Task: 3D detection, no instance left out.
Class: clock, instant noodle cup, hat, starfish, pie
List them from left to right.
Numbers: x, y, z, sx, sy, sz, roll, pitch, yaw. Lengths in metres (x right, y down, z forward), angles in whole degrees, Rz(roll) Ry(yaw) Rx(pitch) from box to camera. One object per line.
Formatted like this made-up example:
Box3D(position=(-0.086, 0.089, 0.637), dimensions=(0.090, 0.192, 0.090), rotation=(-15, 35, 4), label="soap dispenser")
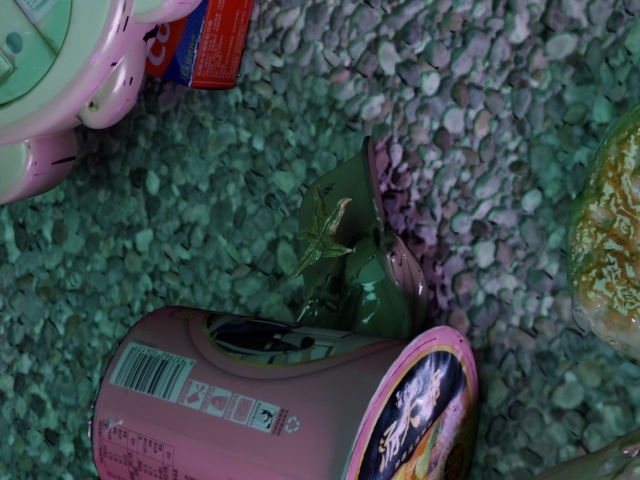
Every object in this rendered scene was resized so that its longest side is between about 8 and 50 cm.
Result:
Box3D(position=(-0.262, -0.212, 1.678), dimensions=(0.309, 0.114, 0.284), rotation=(-41, 80, 23), label="clock")
Box3D(position=(-0.034, 0.155, 1.534), dimensions=(0.255, 0.244, 0.244), rotation=(13, 100, 28), label="instant noodle cup")
Box3D(position=(0.000, 0.000, 1.573), dimensions=(0.092, 0.016, 0.086), rotation=(-57, 31, 20), label="starfish")
Box3D(position=(0.048, 0.003, 1.593), dimensions=(0.147, 0.085, 0.175), rotation=(-36, 47, 50), label="hat")
Box3D(position=(0.288, -0.003, 1.416), dimensions=(0.240, 0.054, 0.240), rotation=(1, 91, 35), label="pie")

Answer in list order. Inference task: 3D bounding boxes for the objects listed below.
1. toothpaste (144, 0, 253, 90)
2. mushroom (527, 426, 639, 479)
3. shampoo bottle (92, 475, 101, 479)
Box3D(position=(-0.086, -0.293, 1.678), dimensions=(0.076, 0.066, 0.320), rotation=(20, 103, 34), label="toothpaste")
Box3D(position=(0.168, 0.289, 1.467), dimensions=(0.177, 0.126, 0.397), rotation=(36, 107, 41), label="mushroom")
Box3D(position=(-0.163, 0.240, 1.742), dimensions=(0.246, 0.079, 0.080), rotation=(-45, 66, 29), label="shampoo bottle")
